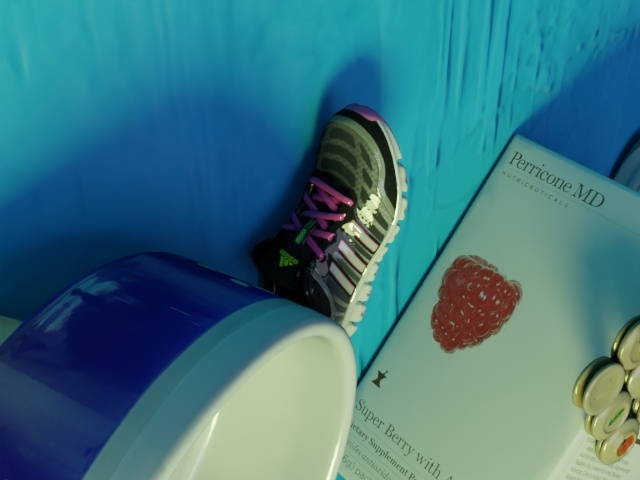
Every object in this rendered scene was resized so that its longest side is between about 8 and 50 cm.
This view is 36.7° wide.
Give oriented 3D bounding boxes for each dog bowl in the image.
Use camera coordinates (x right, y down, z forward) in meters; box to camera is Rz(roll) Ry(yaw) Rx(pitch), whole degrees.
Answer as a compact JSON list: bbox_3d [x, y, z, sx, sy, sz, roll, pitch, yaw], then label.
[{"bbox_3d":[-0.089,0.143,0.506,0.265,0.104,0.264,-50,154,-37],"label":"dog bowl"}]

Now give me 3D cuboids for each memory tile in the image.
[{"bbox_3d":[0.224,0.075,0.628,0.148,0.012,0.113,-42,134,-12],"label":"memory tile"}]

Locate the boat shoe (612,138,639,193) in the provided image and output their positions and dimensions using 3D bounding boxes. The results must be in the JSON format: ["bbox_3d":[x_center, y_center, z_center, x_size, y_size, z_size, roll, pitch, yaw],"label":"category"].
[{"bbox_3d":[0.289,0.057,0.883,0.118,0.103,0.320,0,116,-45],"label":"boat shoe"}]

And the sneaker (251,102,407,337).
[{"bbox_3d":[0.000,0.000,0.589,0.075,0.063,0.170,-19,134,-43],"label":"sneaker"}]

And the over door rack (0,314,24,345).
[{"bbox_3d":[-0.278,0.175,0.423,0.324,0.108,0.239,-22,133,-52],"label":"over door rack"}]

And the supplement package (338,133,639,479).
[{"bbox_3d":[0.172,0.102,0.740,0.175,0.177,0.293,27,96,-48],"label":"supplement package"}]
